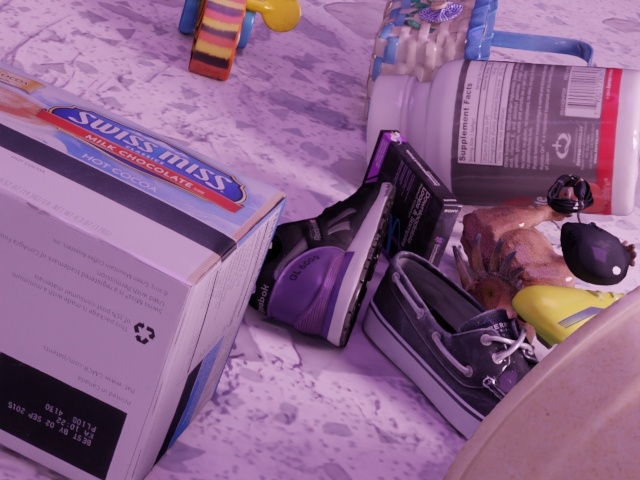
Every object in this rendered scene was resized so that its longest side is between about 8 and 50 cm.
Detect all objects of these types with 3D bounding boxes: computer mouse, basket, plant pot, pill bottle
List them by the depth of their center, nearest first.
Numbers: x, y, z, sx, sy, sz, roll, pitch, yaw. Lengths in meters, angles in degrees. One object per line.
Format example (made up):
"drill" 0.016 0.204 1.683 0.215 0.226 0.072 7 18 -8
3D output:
"plant pot" 0.316 0.240 1.440 0.334 0.334 0.305 -13 53 -46
"computer mouse" 0.284 -0.023 1.858 0.071 0.041 0.242 7 27 -6
"pill bottle" 0.222 -0.126 2.090 0.319 0.176 0.176 5 25 11
"basket" 0.211 -0.221 2.283 0.289 0.201 0.254 12 28 2

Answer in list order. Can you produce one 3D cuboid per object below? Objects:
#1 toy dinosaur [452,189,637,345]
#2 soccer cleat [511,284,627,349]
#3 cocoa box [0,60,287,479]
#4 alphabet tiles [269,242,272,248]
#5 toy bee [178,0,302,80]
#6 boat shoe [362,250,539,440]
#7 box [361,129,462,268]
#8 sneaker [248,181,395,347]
"toy dinosaur" 0.208 0.022 1.936 0.200 0.127 0.295 0 27 -21
"soccer cleat" 0.329 0.085 1.776 0.289 0.121 0.093 20 19 -17
"cocoa box" -0.246 0.017 1.508 0.347 0.231 0.228 25 27 9
"alphabet tiles" -0.165 -0.008 1.728 0.198 0.009 0.237 8 2 17
"toy bee" -0.136 -0.343 2.321 0.195 0.162 0.298 3 32 -27
"boat shoe" 0.163 0.117 1.742 0.108 0.102 0.301 -6 37 -40
"box" 0.095 -0.035 1.958 0.029 0.116 0.162 0 33 -30
"sneaker" 0.000 0.000 1.852 0.124 0.107 0.283 16 27 5
